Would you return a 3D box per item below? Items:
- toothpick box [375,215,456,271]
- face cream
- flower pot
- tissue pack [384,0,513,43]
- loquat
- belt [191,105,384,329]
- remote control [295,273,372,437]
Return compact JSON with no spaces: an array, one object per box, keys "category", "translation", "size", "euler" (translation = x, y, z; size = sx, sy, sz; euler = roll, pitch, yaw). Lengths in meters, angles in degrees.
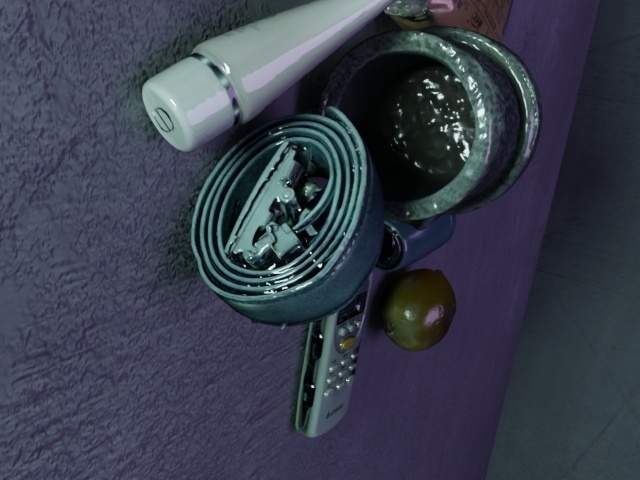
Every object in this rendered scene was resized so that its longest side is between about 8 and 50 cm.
[{"category":"toothpick box","translation":[0.150,-0.019,1.220],"size":[0.184,0.120,0.120],"euler":[-28,129,-49]},{"category":"face cream","translation":[-0.040,-0.205,0.724],"size":[0.314,0.143,0.089],"euler":[-40,113,-23]},{"category":"flower pot","translation":[0.151,-0.151,0.977],"size":[0.283,0.299,0.298],"euler":[-26,128,-59]},{"category":"tissue pack","translation":[0.221,-0.391,1.101],"size":[0.257,0.123,0.214],"euler":[24,84,-51]},{"category":"loquat","translation":[0.196,0.130,1.361],"size":[0.195,0.152,0.152],"euler":[-40,139,-34]},{"category":"belt","translation":[-0.032,-0.036,0.783],"size":[0.116,0.207,0.267],"euler":[55,48,-56]},{"category":"remote control","translation":[0.022,0.189,1.169],"size":[0.140,0.056,0.296],"euler":[-14,117,-57]}]
